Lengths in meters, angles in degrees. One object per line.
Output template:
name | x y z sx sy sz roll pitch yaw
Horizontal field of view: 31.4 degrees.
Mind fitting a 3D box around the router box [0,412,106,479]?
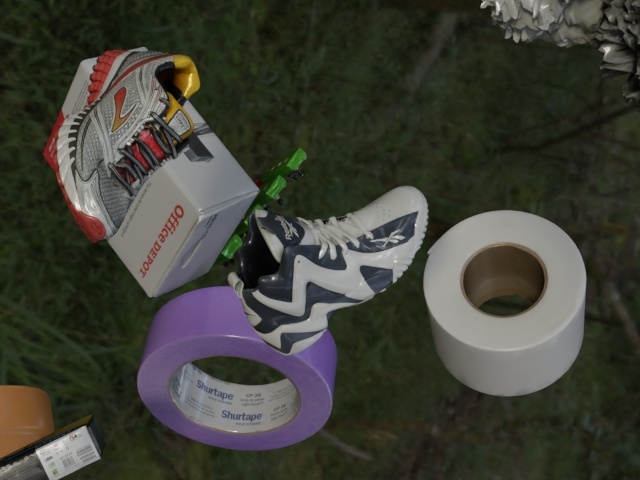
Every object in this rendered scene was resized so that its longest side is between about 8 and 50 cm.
router box | -0.338 0.263 1.309 0.179 0.133 0.046 -26 91 -9

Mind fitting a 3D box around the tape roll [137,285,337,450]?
tape roll | -0.116 0.186 1.608 0.275 0.274 0.090 67 21 -44

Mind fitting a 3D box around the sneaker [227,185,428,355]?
sneaker | 0.000 0.000 1.201 0.235 0.094 0.153 -38 135 3

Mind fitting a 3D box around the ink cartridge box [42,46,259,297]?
ink cartridge box | -0.233 -0.091 1.532 0.114 0.273 0.197 -23 158 -43

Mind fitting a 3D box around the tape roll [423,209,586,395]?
tape roll | 0.287 0.098 1.767 0.246 0.246 0.169 -60 155 -23

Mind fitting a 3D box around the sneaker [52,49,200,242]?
sneaker | -0.163 -0.093 0.980 0.088 0.092 0.225 70 23 -45

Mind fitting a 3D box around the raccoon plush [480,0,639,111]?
raccoon plush | 0.231 -0.178 0.480 0.299 0.446 0.216 36 59 -19

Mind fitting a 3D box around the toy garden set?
toy garden set | -0.126 -0.033 1.960 0.049 0.204 0.244 42 63 -13

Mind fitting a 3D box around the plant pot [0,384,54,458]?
plant pot | -0.494 0.341 1.544 0.291 0.291 0.203 14 54 -58
